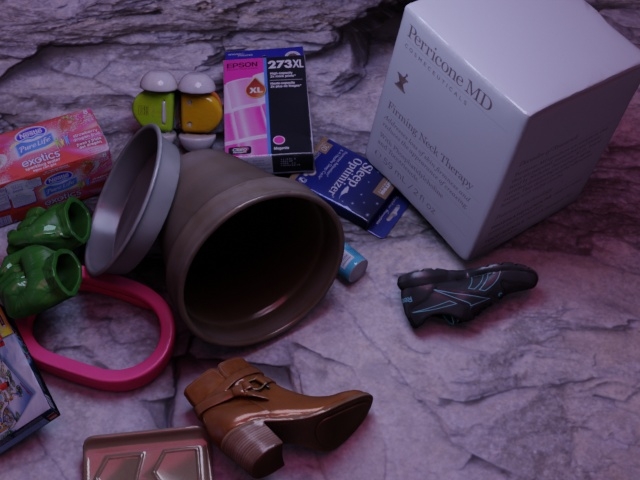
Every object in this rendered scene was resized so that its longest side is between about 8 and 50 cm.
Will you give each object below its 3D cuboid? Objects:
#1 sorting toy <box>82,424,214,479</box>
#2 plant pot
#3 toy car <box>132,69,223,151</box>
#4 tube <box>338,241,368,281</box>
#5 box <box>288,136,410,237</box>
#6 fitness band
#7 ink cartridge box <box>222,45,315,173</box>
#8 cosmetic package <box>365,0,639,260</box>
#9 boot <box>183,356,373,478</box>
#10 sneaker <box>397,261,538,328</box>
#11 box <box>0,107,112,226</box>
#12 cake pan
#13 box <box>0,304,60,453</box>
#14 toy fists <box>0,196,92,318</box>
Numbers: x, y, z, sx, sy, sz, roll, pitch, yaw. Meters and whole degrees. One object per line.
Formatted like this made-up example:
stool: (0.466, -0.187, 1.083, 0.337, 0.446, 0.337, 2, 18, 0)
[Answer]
sorting toy: (-0.325, 0.427, 1.714, 0.307, 0.041, 0.229, -5, 61, -7)
plant pot: (-0.162, -0.018, 1.893, 0.323, 0.323, 0.280, -24, 44, -19)
toy car: (-0.286, -0.269, 2.139, 0.182, 0.159, 0.136, 3, 21, -2)
tube: (0.000, 0.000, 2.021, 0.080, 0.052, 0.207, -34, 59, -29)
box: (0.064, -0.108, 2.104, 0.225, 0.036, 0.136, 30, 59, 14)
fitness band: (-0.399, 0.156, 1.880, 0.291, 0.054, 0.209, 16, 56, 8)
ink cartridge box: (-0.111, -0.289, 2.181, 0.175, 0.069, 0.371, -4, 50, -1)
cosmetic package: (0.334, -0.246, 1.982, 0.327, 0.394, 0.329, -26, 60, -29)
boot: (-0.073, 0.277, 1.805, 0.283, 0.109, 0.220, -24, 44, -29)
sneaker: (0.276, 0.101, 1.957, 0.267, 0.101, 0.106, -6, 77, -7)
box: (-0.536, -0.140, 2.027, 0.257, 0.128, 0.123, -20, 60, -16)
cake pan: (-0.335, -0.066, 1.889, 0.054, 0.293, 0.293, 24, 51, -27)
box: (-0.561, 0.242, 1.790, 0.159, 0.044, 0.233, -33, 63, -3)
toy fists: (-0.503, 0.030, 1.888, 0.142, 0.096, 0.279, -27, 36, 16)
